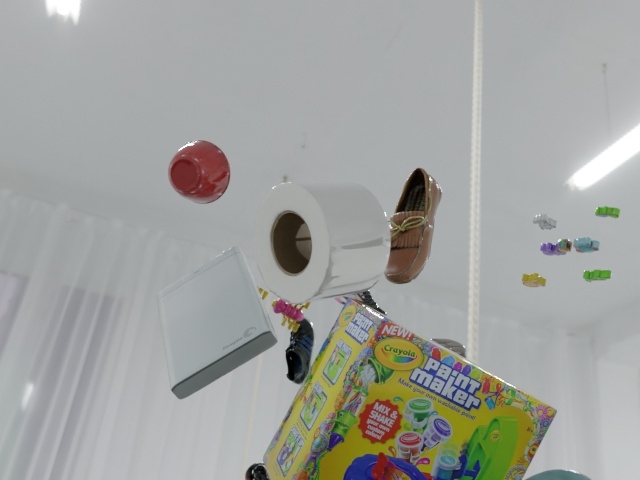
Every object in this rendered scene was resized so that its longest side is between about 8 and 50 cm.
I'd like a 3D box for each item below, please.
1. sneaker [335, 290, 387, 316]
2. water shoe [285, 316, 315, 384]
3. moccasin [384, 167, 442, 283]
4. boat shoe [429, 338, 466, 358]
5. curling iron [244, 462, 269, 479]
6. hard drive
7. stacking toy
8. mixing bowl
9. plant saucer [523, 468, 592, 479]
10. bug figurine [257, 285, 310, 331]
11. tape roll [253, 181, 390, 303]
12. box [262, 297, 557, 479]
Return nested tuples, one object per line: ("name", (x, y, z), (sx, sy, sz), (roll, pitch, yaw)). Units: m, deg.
("sneaker", (0.105, 0.151, 1.797), (0.072, 0.077, 0.178), (-3, 27, -46))
("water shoe", (-0.060, 0.308, 1.954), (0.073, 0.203, 0.080), (-12, -25, 22))
("moccasin", (0.259, -0.045, 1.962), (0.139, 0.380, 0.147), (2, -35, 38))
("boat shoe", (0.262, 0.390, 2.026), (0.356, 0.132, 0.130), (-15, -75, 5))
("curling iron", (-0.109, 0.538, 1.269), (0.068, 0.274, 0.035), (-32, -48, 25))
("hard drive", (-0.240, 0.166, 1.504), (0.233, 0.353, 0.047), (-31, -56, 0))
("stacking toy", (0.555, 0.017, 1.514), (0.052, 0.166, 0.221), (28, -21, -32))
("mixing bowl", (-0.351, -0.184, 1.885), (0.182, 0.181, 0.098), (-2, 10, 19))
("plant saucer", (0.472, 0.623, 1.383), (0.318, 0.317, 0.044), (18, 0, -18))
("bug figurine", (-0.094, 0.093, 1.676), (0.216, 0.279, 0.072), (35, -14, -18))
("tape roll", (0.000, 0.000, 1.403), (0.169, 0.246, 0.246), (-6, -14, -41))
("box", (0.118, 0.277, 0.972), (0.290, 0.279, 0.177), (28, -2, -13))
